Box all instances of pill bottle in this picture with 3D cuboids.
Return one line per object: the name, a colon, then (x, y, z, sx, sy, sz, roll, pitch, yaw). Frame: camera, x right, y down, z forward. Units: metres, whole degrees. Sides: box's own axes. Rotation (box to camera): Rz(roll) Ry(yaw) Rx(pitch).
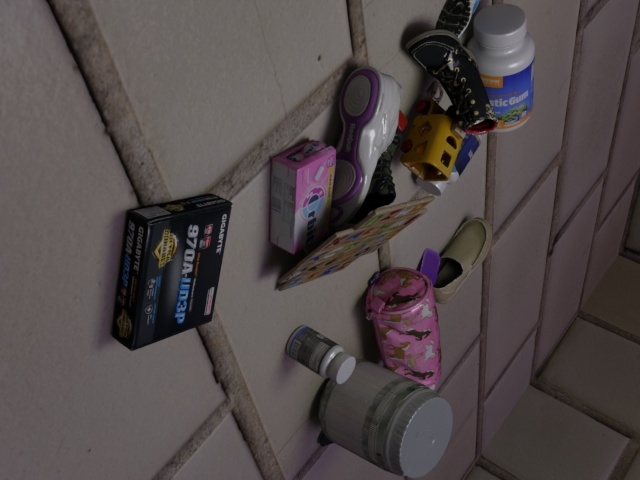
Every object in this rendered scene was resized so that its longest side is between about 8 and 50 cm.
pill bottle: (0.408, -0.390, 1.716, 0.152, 0.152, 0.272, -49, 147, -22)
pill bottle: (0.002, 0.244, 1.608, 0.078, 0.137, 0.078, -37, 142, -37)
pill bottle: (0.296, -0.191, 1.759, 0.169, 0.094, 0.094, -56, 149, -11)

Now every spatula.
spatula: (0.250, 0.165, 2.032, 0.084, 0.030, 0.296, 18, 100, -47)

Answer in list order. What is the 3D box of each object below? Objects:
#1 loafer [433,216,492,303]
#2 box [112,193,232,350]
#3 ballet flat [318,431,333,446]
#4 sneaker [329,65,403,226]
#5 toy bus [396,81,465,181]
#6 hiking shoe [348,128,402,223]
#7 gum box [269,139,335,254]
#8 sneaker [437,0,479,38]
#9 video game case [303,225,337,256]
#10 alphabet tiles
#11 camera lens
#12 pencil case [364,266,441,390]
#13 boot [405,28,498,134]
loafer: (0.385, 0.052, 2.085, 0.268, 0.102, 0.092, -60, 156, -3)
box: (-0.230, 0.046, 1.177, 0.175, 0.051, 0.220, -17, 127, -51)
ballet flat: (0.081, 0.471, 1.980, 0.203, 0.074, 0.074, -44, 145, -29)
sneaker: (0.086, -0.168, 1.432, 0.152, 0.114, 0.305, -4, 117, -55)
toy bus: (0.254, -0.224, 1.602, 0.191, 0.104, 0.202, -26, 111, -38)
hiking shoe: (0.117, -0.121, 1.517, 0.227, 0.114, 0.086, -57, 151, -10)
gum box: (-0.033, -0.084, 1.366, 0.107, 0.062, 0.188, -33, 139, -41)
sneaker: (0.300, -0.477, 1.572, 0.162, 0.063, 0.073, -63, 155, 3)
video game case: (0.000, 0.000, 1.537, 0.087, 0.011, 0.122, -53, 149, -17)
alphabet tiles: (0.073, 0.006, 1.492, 0.285, 0.011, 0.342, -40, 166, 34)
camera lens: (0.149, 0.422, 1.814, 0.219, 0.274, 0.219, -15, 112, -42)
pencil case: (0.214, 0.241, 1.894, 0.386, 0.167, 0.160, 74, 28, -44)
boot: (0.274, -0.318, 1.527, 0.085, 0.179, 0.236, -28, 158, 32)
